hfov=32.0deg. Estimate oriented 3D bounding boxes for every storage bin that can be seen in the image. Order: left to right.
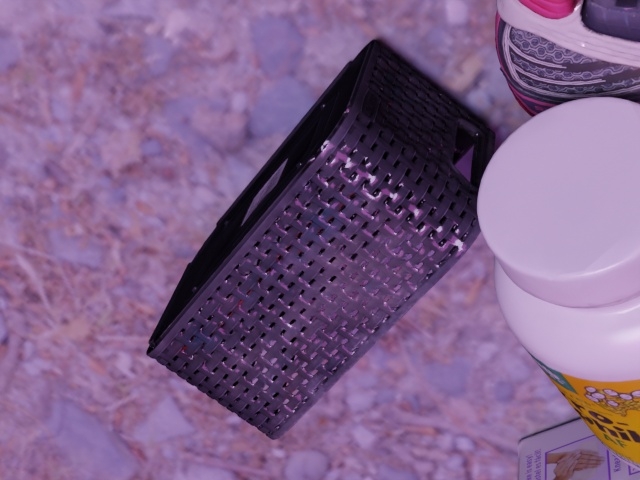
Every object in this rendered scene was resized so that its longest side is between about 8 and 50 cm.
[{"bbox_3d":[0.000,0.000,0.580,0.084,0.122,0.180,35,120,-10],"label":"storage bin"}]

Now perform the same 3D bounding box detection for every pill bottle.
[{"bbox_3d":[0.151,0.027,0.526,0.117,0.118,0.208,-19,143,20],"label":"pill bottle"}]

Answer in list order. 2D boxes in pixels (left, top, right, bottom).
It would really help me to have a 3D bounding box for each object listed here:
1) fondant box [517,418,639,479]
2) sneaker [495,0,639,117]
[{"bbox_3d":[0.311,0.173,0.637,0.330,0.096,0.238,-25,112,22],"label":"fondant box"},{"bbox_3d":[0.229,-0.100,0.499,0.299,0.121,0.112,7,150,6],"label":"sneaker"}]
